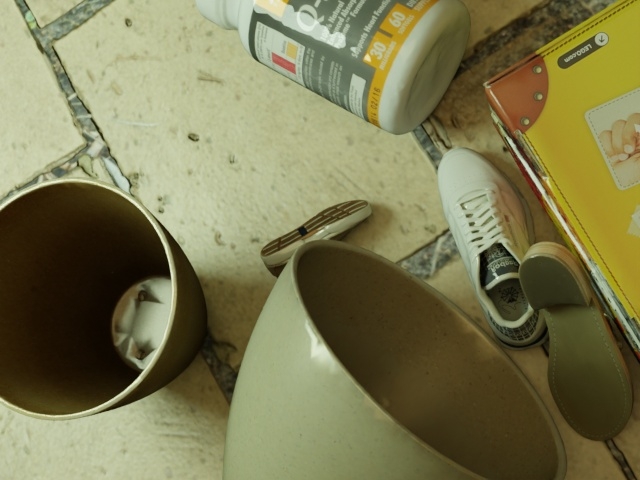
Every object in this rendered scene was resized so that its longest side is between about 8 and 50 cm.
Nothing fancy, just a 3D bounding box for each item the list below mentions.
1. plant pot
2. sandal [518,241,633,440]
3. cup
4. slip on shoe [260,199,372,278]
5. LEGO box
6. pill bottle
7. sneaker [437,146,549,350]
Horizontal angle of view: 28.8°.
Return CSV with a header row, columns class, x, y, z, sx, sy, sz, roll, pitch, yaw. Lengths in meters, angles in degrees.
class,x,y,z,sx,sy,sz,roll,pitch,yaw
plant pot,-0.220,0.076,1.322,0.237,0.254,0.237,-2,79,13
sandal,0.268,0.088,1.255,0.088,0.240,0.079,-4,34,34
cup,0.037,0.195,1.223,0.331,0.331,0.237,47,111,17
slip on shoe,0.000,0.000,1.392,0.135,0.051,0.041,-29,114,0
LEGO box,0.464,-0.108,1.188,0.500,0.193,0.372,-31,81,8
pill bottle,0.011,-0.244,1.370,0.278,0.162,0.162,30,89,17
sneaker,0.182,-0.001,1.314,0.090,0.095,0.235,-26,69,13
